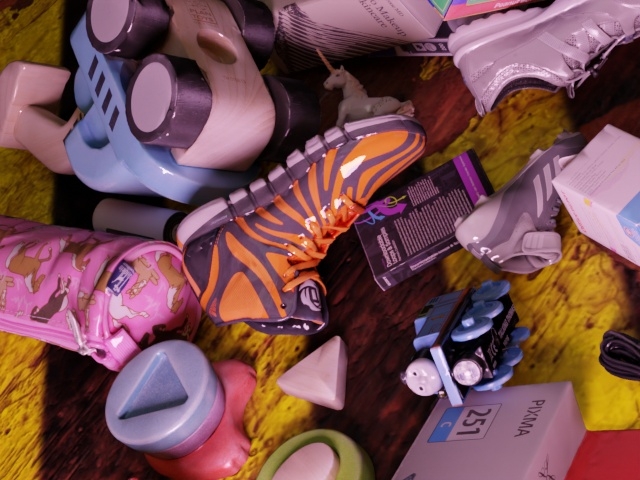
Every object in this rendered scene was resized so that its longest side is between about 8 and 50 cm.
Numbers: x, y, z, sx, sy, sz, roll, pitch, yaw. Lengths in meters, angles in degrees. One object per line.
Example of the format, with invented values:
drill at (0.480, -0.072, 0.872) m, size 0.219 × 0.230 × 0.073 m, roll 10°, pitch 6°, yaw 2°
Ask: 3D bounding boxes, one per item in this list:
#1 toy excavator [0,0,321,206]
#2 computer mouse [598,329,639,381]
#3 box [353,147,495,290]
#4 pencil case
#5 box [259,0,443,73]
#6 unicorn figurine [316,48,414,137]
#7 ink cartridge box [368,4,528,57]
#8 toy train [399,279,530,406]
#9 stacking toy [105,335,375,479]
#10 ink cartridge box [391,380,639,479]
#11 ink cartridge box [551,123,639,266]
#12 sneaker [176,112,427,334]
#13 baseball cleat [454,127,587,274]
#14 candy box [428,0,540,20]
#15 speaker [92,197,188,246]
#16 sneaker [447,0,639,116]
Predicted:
toy excavator at (-0.264, -0.162, 1.946) m, size 0.445 × 0.222 × 0.433 m, roll -48°, pitch 53°, yaw 33°
computer mouse at (0.393, 0.048, 1.419) m, size 0.262 × 0.060 × 0.184 m, roll -44°, pitch 41°, yaw -8°
box at (0.121, -0.024, 1.695) m, size 0.162 × 0.029 × 0.116 m, roll -28°, pitch 42°, yaw 9°
pencil case at (-0.326, 0.057, 1.833) m, size 0.386 × 0.167 × 0.160 m, roll 9°, pitch 89°, yaw 40°
box at (0.030, -0.298, 1.903) m, size 0.275 × 0.113 × 0.094 m, roll -8°, pitch 49°, yaw 48°
unicorn figurine at (0.047, -0.159, 1.855) m, size 0.162 × 0.060 × 0.111 m, roll 17°, pitch 62°, yaw 25°
ink cartridge box at (0.174, -0.319, 1.917) m, size 0.208 × 0.045 × 0.206 m, roll 4°, pitch 56°, yaw 38°
toy train at (0.140, 0.102, 1.485) m, size 0.105 × 0.080 × 0.184 m, roll -19°, pitch 13°, yaw 23°
stacking toy at (-0.103, 0.208, 1.560) m, size 0.279 × 0.130 × 0.309 m, roll -23°, pitch 43°, yaw 15°
ink cartridge box at (0.183, 0.228, 1.312) m, size 0.261 × 0.066 × 0.296 m, roll -8°, pitch 25°, yaw 30°
ink cartridge box at (0.314, -0.045, 1.534) m, size 0.090 × 0.092 × 0.143 m, roll -44°, pitch 42°, yaw -9°
sneaker at (0.000, 0.000, 1.678) m, size 0.321 × 0.124 × 0.180 m, roll -31°, pitch 63°, yaw 19°
baseball cleat at (0.234, -0.033, 1.607) m, size 0.206 × 0.072 × 0.109 m, roll -38°, pitch 77°, yaw -26°
candy box at (0.178, -0.419, 1.785) m, size 0.268 × 0.122 × 0.317 m, roll -15°, pitch 54°, yaw -34°
speaker at (-0.225, -0.020, 1.907) m, size 0.136 × 0.055 × 0.055 m, roll 11°, pitch 60°, yaw 40°
sneaker at (0.293, -0.219, 1.730) m, size 0.281 × 0.105 × 0.115 m, roll -16°, pitch 79°, yaw 16°
